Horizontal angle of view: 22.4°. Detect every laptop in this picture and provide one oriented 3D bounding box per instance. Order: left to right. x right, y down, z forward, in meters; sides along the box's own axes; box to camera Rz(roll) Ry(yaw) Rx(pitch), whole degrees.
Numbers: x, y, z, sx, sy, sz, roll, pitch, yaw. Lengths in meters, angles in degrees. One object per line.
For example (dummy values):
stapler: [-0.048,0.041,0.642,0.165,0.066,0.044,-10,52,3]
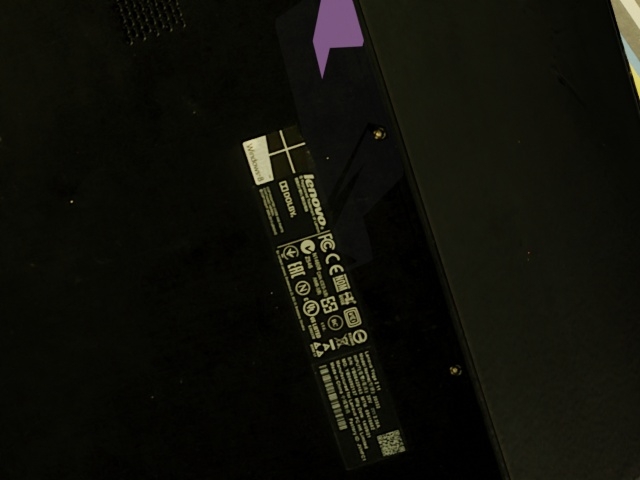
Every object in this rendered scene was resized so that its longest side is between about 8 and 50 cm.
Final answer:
laptop: [0.000,0.000,0.868,0.408,0.236,0.382,-18,100,3]

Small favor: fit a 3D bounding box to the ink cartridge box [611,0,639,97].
ink cartridge box: [0.158,-0.083,1.029,0.303,0.072,0.307,-36,94,-19]
